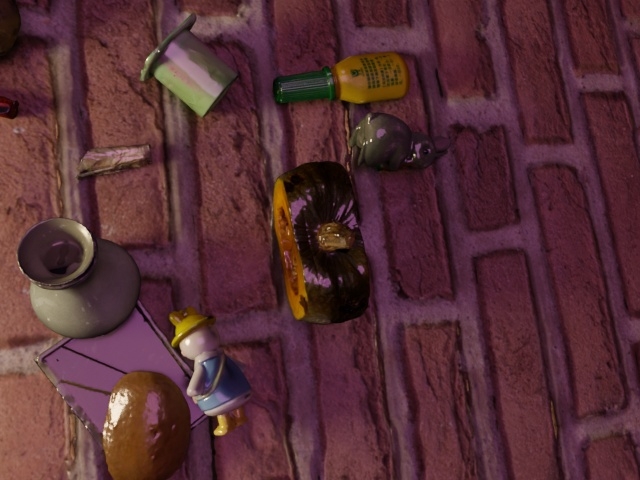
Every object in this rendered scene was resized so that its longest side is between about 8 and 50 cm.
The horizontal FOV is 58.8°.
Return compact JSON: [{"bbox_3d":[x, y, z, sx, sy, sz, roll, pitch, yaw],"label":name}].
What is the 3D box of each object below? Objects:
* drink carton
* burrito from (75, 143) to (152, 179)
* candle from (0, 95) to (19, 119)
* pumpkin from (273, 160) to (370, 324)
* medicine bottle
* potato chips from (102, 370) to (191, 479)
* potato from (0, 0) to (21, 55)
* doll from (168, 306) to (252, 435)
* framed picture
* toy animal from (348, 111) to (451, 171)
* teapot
[{"bbox_3d":[-0.252,-0.329,1.122,0.142,0.144,0.146,40,72,-15],"label":"drink carton"},{"bbox_3d":[-0.397,-0.156,1.089,0.149,0.041,0.055,-14,97,-18],"label":"burrito"},{"bbox_3d":[-0.644,-0.254,1.043,0.162,0.048,0.053,11,42,-13],"label":"candle"},{"bbox_3d":[0.000,0.000,1.077,0.139,0.222,0.317,-5,80,-16],"label":"pumpkin"},{"bbox_3d":[0.048,-0.346,1.234,0.309,0.076,0.111,-12,77,-18],"label":"medicine bottle"},{"bbox_3d":[-0.304,0.335,0.997,0.150,0.049,0.201,7,86,-11],"label":"potato chips"},{"bbox_3d":[-0.640,-0.430,1.029,0.155,0.137,0.200,-11,82,-47],"label":"potato"},{"bbox_3d":[-0.200,0.228,1.035,0.135,0.099,0.241,-24,78,-30],"label":"doll"},{"bbox_3d":[-0.348,0.261,1.034,0.209,0.019,0.281,-36,90,-19],"label":"framed picture"},{"bbox_3d":[0.185,-0.203,1.223,0.236,0.138,0.108,5,44,-11],"label":"toy animal"},{"bbox_3d":[-0.399,0.055,0.930,0.184,0.251,0.183,3,68,-8],"label":"teapot"}]
